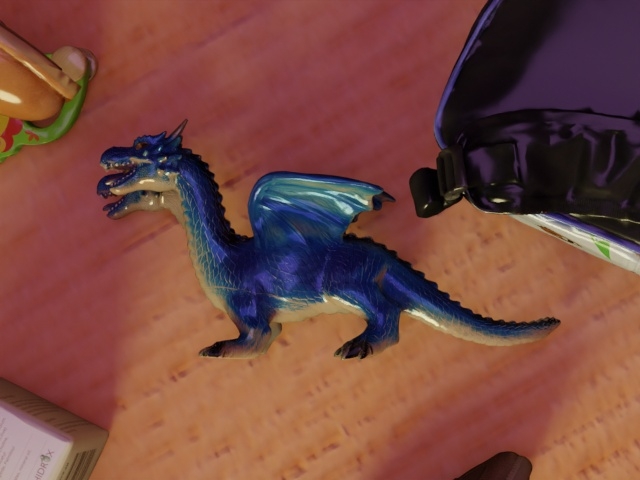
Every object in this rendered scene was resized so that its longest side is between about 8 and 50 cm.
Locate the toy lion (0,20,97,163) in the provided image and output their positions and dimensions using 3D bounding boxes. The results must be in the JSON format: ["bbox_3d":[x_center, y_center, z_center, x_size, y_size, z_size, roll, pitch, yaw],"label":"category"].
[{"bbox_3d":[-0.202,-0.089,1.178,0.100,0.034,0.096,19,96,6],"label":"toy lion"}]

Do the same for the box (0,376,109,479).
[{"bbox_3d":[-0.196,0.143,1.127,0.087,0.101,0.102,27,90,7],"label":"box"}]

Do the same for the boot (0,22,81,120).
[{"bbox_3d":[-0.302,-0.057,1.091,0.283,0.109,0.220,19,81,0],"label":"boot"}]

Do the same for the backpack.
[{"bbox_3d":[0.225,-0.083,1.045,0.263,0.213,0.276,29,96,14],"label":"backpack"}]

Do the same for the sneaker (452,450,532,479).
[{"bbox_3d":[0.046,0.187,1.119,0.071,0.066,0.188,42,91,7],"label":"sneaker"}]

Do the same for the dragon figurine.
[{"bbox_3d":[0.000,0.000,1.123,0.289,0.085,0.144,0,87,7],"label":"dragon figurine"}]
